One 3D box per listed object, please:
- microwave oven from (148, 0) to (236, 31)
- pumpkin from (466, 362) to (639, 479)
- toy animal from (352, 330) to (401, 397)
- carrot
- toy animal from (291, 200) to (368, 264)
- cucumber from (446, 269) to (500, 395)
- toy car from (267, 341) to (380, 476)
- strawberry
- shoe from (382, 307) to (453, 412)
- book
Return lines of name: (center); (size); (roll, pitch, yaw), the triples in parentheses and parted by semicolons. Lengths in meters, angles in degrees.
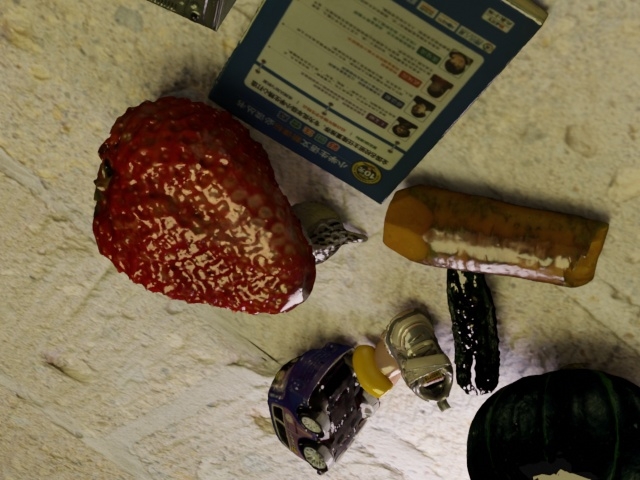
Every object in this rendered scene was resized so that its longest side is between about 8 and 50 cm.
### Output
microwave oven: (-0.187, -0.366, 1.407); (0.205, 0.129, 0.163); (24, 142, 3)
pumpkin: (0.384, 0.308, 1.814); (0.315, 0.239, 0.315); (2, 156, 1)
toy animal: (0.105, 0.206, 1.982); (0.091, 0.114, 0.082); (34, -178, 23)
carrot: (0.238, -0.004, 1.623); (0.301, 0.114, 0.114); (11, 141, 16)
toy animal: (0.000, 0.000, 1.768); (0.137, 0.098, 0.098); (24, 143, -7)
cucumber: (0.236, 0.129, 1.806); (0.081, 0.072, 0.303); (45, 159, 38)
toy car: (-0.007, 0.280, 2.057); (0.158, 0.172, 0.235); (22, 141, 28)
strawberry: (-0.154, -0.029, 1.632); (0.351, 0.267, 0.312); (39, 158, 17)
shoe: (0.163, 0.197, 1.882); (0.089, 0.092, 0.180); (-24, 124, -3)
book: (0.055, -0.233, 1.505); (0.300, 0.039, 0.428); (31, 142, -8)
